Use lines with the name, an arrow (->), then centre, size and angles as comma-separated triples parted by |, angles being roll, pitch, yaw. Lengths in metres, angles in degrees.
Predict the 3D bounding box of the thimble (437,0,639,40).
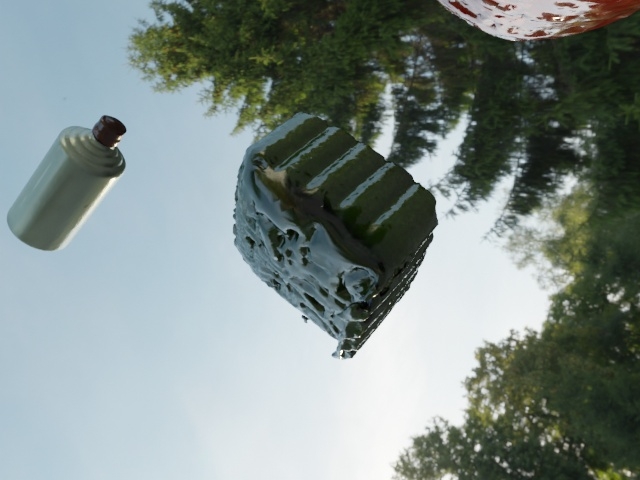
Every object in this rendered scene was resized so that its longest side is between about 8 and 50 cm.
thimble -> 0.187, -0.331, 0.321 | 0.230, 0.349, 0.351 | -53, -37, -73

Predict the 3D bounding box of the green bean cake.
green bean cake -> 0.000, 0.000, 0.827 | 0.218, 0.319, 0.335 | -42, -22, -33

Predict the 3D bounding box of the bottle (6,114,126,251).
bottle -> -0.381, -0.094, 0.756 | 0.245, 0.104, 0.104 | -42, -34, 22
